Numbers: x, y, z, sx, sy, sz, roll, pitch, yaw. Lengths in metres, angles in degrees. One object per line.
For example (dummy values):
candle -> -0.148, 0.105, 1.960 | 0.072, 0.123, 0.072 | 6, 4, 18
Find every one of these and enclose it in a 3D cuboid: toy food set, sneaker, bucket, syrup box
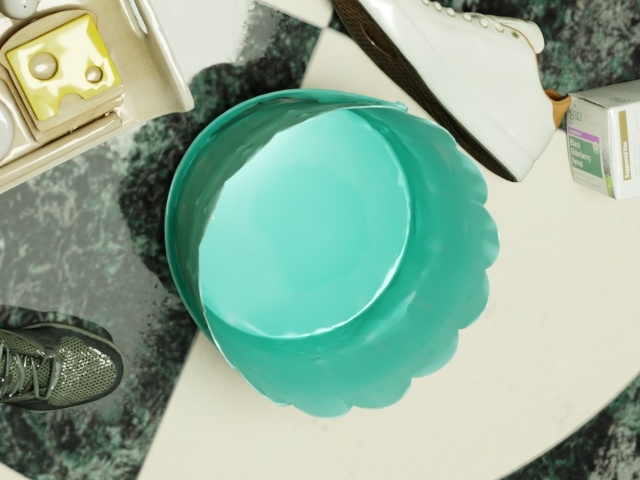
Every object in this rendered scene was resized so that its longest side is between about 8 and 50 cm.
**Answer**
toy food set -> -0.283, -0.142, 1.359 | 0.306, 0.092, 0.219 | -27, 109, -10
sneaker -> 0.122, -0.185, 1.481 | 0.123, 0.106, 0.290 | -51, 123, -4
sneaker -> -0.275, 0.118, 1.405 | 0.228, 0.130, 0.087 | 11, 101, -22
bucket -> 0.000, 0.000, 1.436 | 0.281, 0.183, 0.281 | -4, 103, -17
syrup box -> 0.367, -0.112, 1.575 | 0.237, 0.093, 0.096 | -13, 107, -15
